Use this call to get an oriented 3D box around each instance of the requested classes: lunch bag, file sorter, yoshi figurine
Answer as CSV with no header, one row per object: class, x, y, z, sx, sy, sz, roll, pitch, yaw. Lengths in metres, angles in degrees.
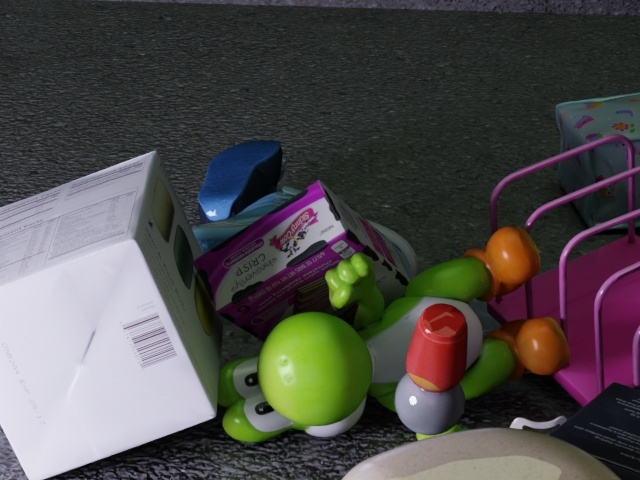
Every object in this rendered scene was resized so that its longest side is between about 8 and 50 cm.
lunch bag,0.477,-0.115,2.413,0.262,0.160,0.223,-5,21,-4
file sorter,0.330,0.044,1.817,0.202,0.182,0.291,-23,39,-17
yoshi figurine,0.074,0.111,1.727,0.362,0.203,0.203,-19,43,-19

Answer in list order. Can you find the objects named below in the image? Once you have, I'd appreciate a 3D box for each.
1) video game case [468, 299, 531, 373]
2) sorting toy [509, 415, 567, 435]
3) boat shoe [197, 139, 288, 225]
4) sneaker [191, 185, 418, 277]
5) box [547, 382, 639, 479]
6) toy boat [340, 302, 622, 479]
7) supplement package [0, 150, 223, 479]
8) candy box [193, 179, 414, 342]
video game case,0.245,0.103,2.001,0.173,0.022,0.190,-2,22,-13
sorting toy,0.209,0.203,1.663,0.083,0.075,0.045,-1,21,-9
boat shoe,-0.112,-0.059,2.299,0.109,0.089,0.258,-4,23,21
sneaker,0.000,0.000,2.050,0.319,0.127,0.208,3,18,29
box,0.305,0.219,1.608,0.156,0.093,0.158,17,25,30
toy boat,0.129,0.212,1.518,0.267,0.148,0.318,-4,46,-9
supplement package,-0.223,0.067,1.714,0.198,0.199,0.263,-20,20,6
candy box,-0.007,0.042,1.800,0.071,0.159,0.233,63,13,27
